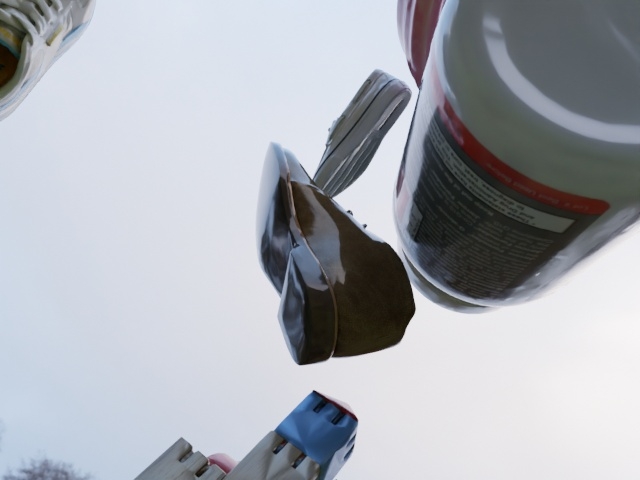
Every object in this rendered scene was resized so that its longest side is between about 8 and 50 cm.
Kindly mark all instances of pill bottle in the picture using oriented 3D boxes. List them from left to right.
[{"bbox_3d":[0.177,-0.059,0.499,0.210,0.210,0.363,16,-21,6],"label":"pill bottle"}]

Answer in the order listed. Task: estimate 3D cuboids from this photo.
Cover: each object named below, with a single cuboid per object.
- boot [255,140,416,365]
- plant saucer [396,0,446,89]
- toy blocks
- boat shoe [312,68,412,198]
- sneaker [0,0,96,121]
[{"bbox_3d":[0.000,0.000,0.576,0.115,0.305,0.112,-1,-49,-20],"label":"boot"},{"bbox_3d":[0.203,-0.339,0.700,0.084,0.332,0.333,33,-51,28],"label":"plant saucer"},{"bbox_3d":[-0.081,0.285,0.456,0.190,0.260,0.382,26,-49,27],"label":"toy blocks"},{"bbox_3d":[0.051,-0.167,0.873,0.226,0.083,0.076,-49,-119,13],"label":"boat shoe"},{"bbox_3d":[-0.299,-0.219,0.555,0.087,0.092,0.229,31,-95,-24],"label":"sneaker"}]
